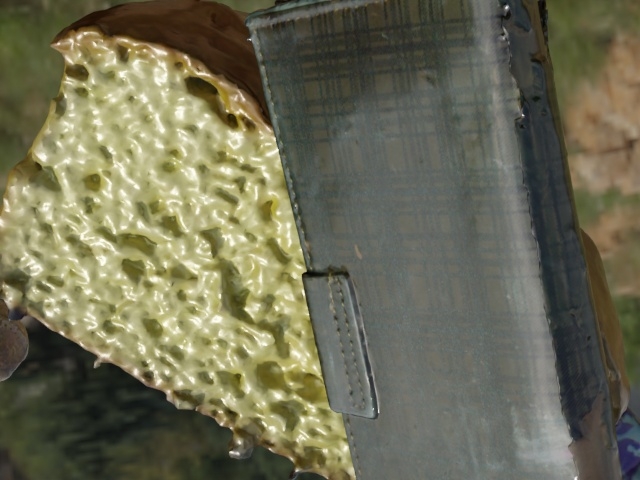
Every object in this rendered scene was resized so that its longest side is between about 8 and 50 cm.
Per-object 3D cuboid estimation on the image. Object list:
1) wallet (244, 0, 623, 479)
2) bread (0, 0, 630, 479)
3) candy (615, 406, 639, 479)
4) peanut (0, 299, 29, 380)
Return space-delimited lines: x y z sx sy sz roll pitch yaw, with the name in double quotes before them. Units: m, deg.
"wallet" 0.059 0.040 0.751 0.044 0.317 0.169 -18 -171 -36
"bread" 0.000 0.000 0.929 0.340 0.194 0.179 29 -160 -6
"candy" 0.263 0.215 1.483 0.070 0.275 0.145 -44 -168 -21
"peanut" -0.284 0.059 1.246 0.152 0.076 0.076 19 165 3
